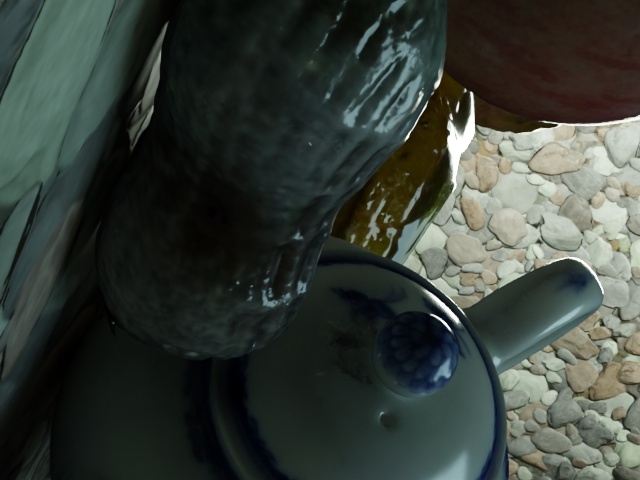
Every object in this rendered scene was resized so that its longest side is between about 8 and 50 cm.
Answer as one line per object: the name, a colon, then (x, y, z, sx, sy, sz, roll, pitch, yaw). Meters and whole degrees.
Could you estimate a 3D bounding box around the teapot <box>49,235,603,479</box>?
teapot: (-0.006, 0.103, 0.714, 0.424, 0.252, 0.280, -21, 165, -35)

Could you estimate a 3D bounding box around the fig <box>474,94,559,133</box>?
fig: (0.220, -0.315, 1.615, 0.368, 0.286, 0.286, -102, -149, -46)

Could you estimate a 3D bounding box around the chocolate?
chocolate: (-0.028, -0.039, 0.559, 0.248, 0.110, 0.110, -64, 177, 40)

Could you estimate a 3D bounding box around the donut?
donut: (0.020, -0.030, 1.086, 0.330, 0.160, 0.330, 23, 90, -83)

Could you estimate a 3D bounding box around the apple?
apple: (0.177, -0.247, 0.856, 0.345, 0.269, 0.345, -54, -159, 32)
